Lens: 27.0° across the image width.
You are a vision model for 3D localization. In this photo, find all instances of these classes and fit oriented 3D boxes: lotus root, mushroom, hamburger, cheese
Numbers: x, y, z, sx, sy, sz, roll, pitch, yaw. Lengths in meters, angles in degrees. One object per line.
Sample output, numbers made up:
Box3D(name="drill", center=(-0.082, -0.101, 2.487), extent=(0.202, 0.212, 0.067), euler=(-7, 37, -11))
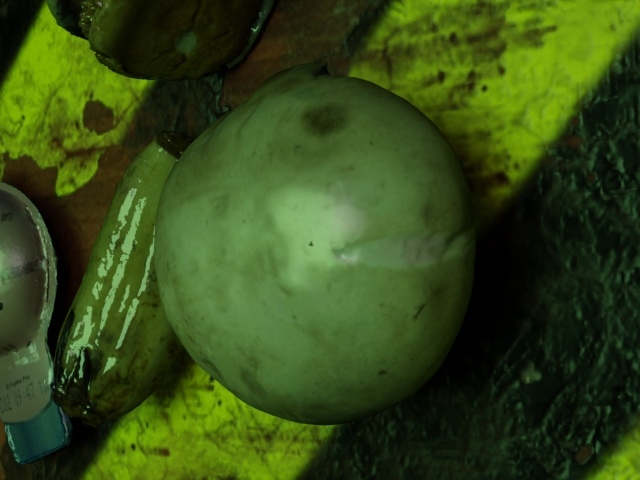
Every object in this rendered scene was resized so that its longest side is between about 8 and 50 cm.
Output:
Box3D(name="lotus root", center=(-0.149, 0.037, 1.125), extent=(0.110, 0.097, 0.258), euler=(27, 100, 31))
Box3D(name="mushroom", center=(0.000, 0.000, 0.929), extent=(0.255, 0.184, 0.255), euler=(-4, 84, 42))
Box3D(name="hamburger", center=(-0.122, -0.213, 1.059), extent=(0.185, 0.177, 0.113), euler=(-36, 57, -12))
Box3D(name="cheese", center=(-0.301, 0.069, 1.272), extent=(0.189, 0.074, 0.286), euler=(-30, 74, 38))
